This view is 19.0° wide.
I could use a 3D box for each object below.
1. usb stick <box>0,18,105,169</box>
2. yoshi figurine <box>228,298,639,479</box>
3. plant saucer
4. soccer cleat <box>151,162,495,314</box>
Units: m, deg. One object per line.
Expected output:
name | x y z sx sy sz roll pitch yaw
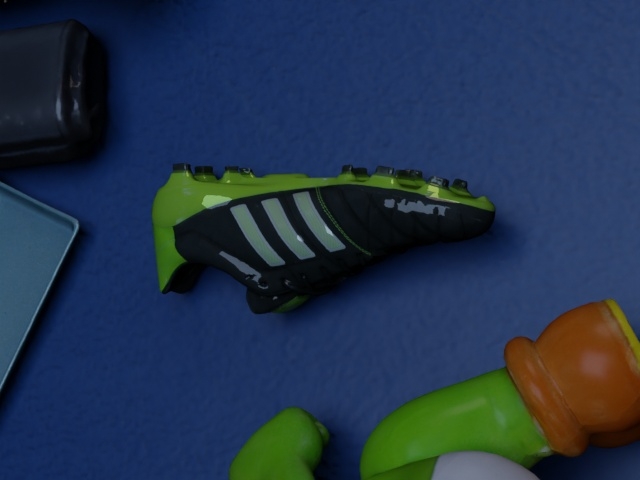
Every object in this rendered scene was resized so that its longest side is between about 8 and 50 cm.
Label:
usb stick | -0.243 -0.066 1.016 0.278 0.045 0.077 -6 75 19
yoshi figurine | 0.011 0.187 0.843 0.362 0.203 0.203 -29 112 -2
plant saucer | -0.189 0.065 0.989 0.067 0.018 0.192 25 90 22
soccer cleat | 0.000 0.000 0.918 0.179 0.060 0.072 1 90 26
